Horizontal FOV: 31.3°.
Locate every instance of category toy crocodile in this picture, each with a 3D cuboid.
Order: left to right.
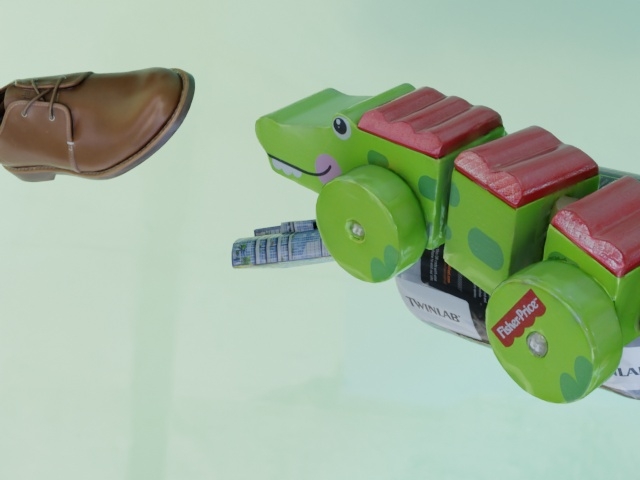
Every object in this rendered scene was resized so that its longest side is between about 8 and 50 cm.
[{"bbox_3d":[0.098,-0.017,0.600,0.115,0.340,0.105,-25,131,-34],"label":"toy crocodile"}]

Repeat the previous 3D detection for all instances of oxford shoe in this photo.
[{"bbox_3d":[-0.179,-0.088,0.811,0.212,0.076,0.076,-9,150,36],"label":"oxford shoe"}]

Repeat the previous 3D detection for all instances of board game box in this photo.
[{"bbox_3d":[0.000,0.000,1.587,0.194,0.060,0.194,-8,176,18],"label":"board game box"}]

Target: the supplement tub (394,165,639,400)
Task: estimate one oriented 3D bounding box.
[{"bbox_3d":[0.254,0.029,1.112,0.338,0.207,0.207,18,171,44],"label":"supplement tub"}]
